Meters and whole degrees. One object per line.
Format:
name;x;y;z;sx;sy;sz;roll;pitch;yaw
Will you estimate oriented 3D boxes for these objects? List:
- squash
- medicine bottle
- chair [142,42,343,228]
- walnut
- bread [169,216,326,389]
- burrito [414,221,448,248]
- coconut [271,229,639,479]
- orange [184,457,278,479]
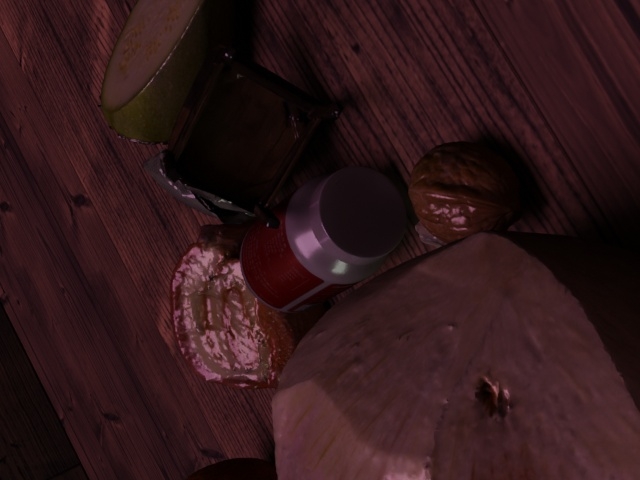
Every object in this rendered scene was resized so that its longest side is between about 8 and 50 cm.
squash;-0.196;-0.269;1.581;0.189;0.189;0.261;46;151;35
medicine bottle;0.000;0.000;1.496;0.131;0.131;0.250;64;153;5
chair;-0.098;-0.112;1.496;0.160;0.186;0.319;27;180;-11
walnut;0.141;-0.044;1.240;0.124;0.105;0.105;16;125;51
bread;-0.099;0.083;1.698;0.190;0.123;0.244;-5;108;31
burrito;0.168;0.015;1.299;0.185;0.041;0.045;25;124;50
coconut;0.158;0.167;1.061;0.345;0.415;0.415;-120;21;-53
orange;-0.112;0.466;1.973;0.264;0.264;0.264;42;145;40
